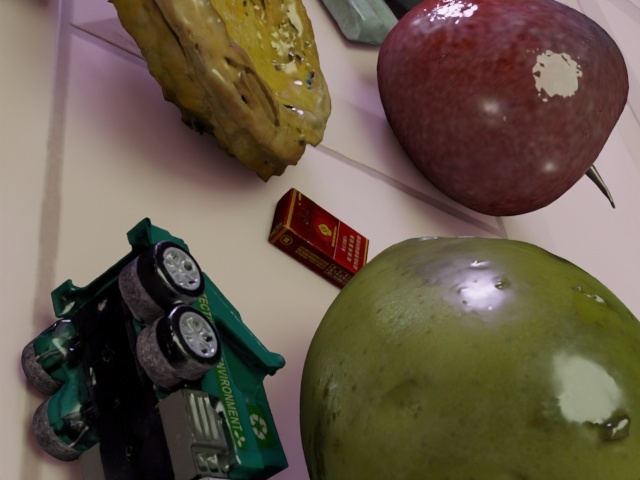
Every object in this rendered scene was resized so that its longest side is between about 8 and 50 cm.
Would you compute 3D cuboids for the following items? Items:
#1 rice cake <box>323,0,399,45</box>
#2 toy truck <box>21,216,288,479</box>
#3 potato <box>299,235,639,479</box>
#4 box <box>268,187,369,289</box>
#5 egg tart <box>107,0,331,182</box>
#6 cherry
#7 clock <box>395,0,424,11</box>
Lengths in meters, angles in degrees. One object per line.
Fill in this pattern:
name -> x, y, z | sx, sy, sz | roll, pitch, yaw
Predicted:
rice cake -> 0.008, -0.312, 1.049 | 0.085, 0.040, 0.226 | -11, 64, -53
toy truck -> -0.068, 0.105, 0.492 | 0.116, 0.110, 0.216 | 21, 40, -50
potato -> 0.086, 0.101, 0.542 | 0.216, 0.216, 0.304 | 33, 4, -20
box -> 0.000, 0.000, 0.742 | 0.082, 0.023, 0.051 | 35, 35, -19
egg tart -> -0.088, -0.179, 0.728 | 0.291, 0.107, 0.291 | -19, 90, -74
cherry -> 0.192, -0.136, 0.925 | 0.285, 0.213, 0.236 | 43, 24, 10
clock -> 0.093, -0.396, 1.170 | 0.319, 0.066, 0.319 | 37, 29, -25
